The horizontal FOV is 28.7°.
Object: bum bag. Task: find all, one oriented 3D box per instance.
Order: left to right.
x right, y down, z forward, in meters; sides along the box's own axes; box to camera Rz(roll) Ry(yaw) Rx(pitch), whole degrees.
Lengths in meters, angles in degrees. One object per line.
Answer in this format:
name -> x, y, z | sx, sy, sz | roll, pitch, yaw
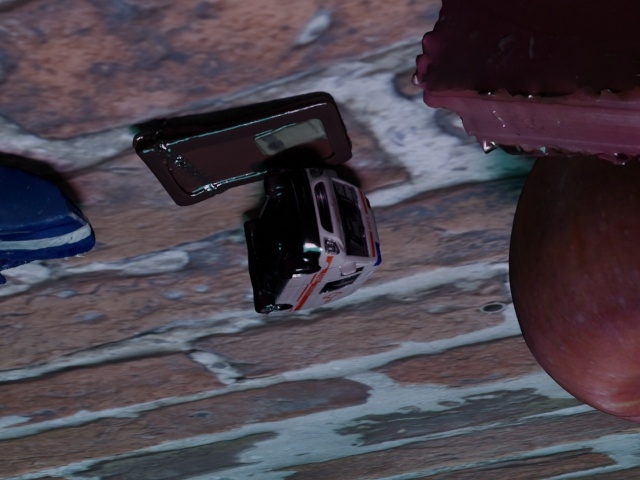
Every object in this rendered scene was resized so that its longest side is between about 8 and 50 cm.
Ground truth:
bum bag -> -0.058, -0.073, 0.985 | 0.159, 0.026, 0.109 | -14, 155, 5

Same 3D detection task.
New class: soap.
soap -> 0.211, -0.136, 0.689 | 0.289, 0.182, 0.112 | 8, 168, 39

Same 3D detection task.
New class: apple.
apple -> 0.288, 0.007, 0.975 | 0.305, 0.235, 0.306 | -5, 153, -3

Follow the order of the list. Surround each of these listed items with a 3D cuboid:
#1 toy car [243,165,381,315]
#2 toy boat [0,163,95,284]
toy car -> 0.000, 0.000, 1.054 | 0.108, 0.089, 0.210 | -6, 164, -12
toy boat -> -0.295, 0.006, 1.063 | 0.210, 0.070, 0.291 | 2, 159, -4
